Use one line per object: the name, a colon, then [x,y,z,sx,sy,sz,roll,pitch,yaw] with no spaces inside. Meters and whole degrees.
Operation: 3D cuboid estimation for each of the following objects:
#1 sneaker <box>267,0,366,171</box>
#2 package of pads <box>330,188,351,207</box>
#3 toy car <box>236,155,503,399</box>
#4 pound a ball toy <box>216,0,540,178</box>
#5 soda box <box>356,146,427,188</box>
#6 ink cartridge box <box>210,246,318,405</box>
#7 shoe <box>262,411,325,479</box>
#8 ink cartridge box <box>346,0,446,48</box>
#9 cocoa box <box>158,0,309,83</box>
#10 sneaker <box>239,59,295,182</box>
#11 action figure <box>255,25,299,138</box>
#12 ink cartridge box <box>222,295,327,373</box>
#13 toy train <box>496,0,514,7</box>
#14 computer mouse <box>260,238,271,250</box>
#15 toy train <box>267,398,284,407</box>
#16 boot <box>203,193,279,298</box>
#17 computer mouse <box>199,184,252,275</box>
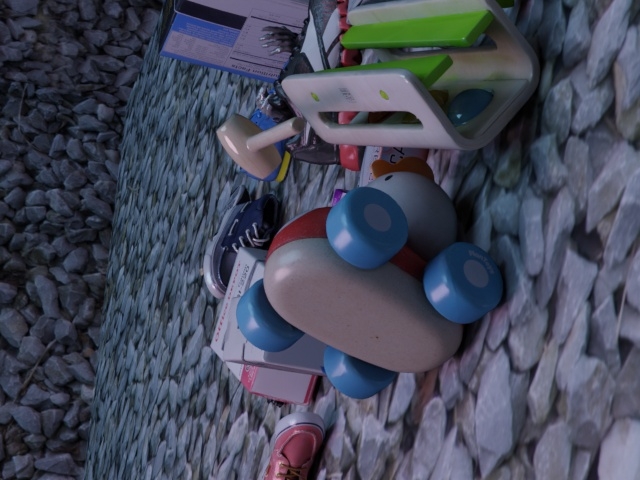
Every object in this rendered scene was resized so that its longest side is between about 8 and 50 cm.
sneaker: [-0.003,-0.221,1.674,0.097,0.135,0.276,45,-138,-81]
package of pads: [0.028,-0.024,1.714,0.050,0.032,0.083,-154,77,-71]
toy car: [0.059,-0.004,1.333,0.219,0.210,0.238,-44,23,45]
pound a ball toy: [0.055,-0.130,1.356,0.208,0.136,0.319,-48,23,-16]
soda box: [0.081,-0.074,1.527,0.063,0.058,0.183,-167,90,-74]
ink cartridge box: [-0.065,0.111,1.790,0.218,0.092,0.159,-146,72,-70]
shoe: [-0.034,0.288,1.648,0.178,0.063,0.081,113,160,-50]
ink cartridge box: [0.107,-0.322,1.498,0.072,0.127,0.175,133,147,-65]
cocoa box: [-0.123,-0.477,2.204,0.228,0.231,0.347,127,151,-56]
sneaker: [-0.078,-0.199,2.120,0.069,0.082,0.209,180,104,-76]
action figure: [-0.025,-0.238,1.867,0.276,0.141,0.164,124,147,-47]
ink cartridge box: [-0.019,0.114,1.563,0.203,0.148,0.086,163,116,-73]
toy train: [0.178,-0.293,1.301,0.248,0.105,0.143,-121,35,-67]
computer mouse: [-0.129,0.039,2.207,0.071,0.041,0.242,-57,13,-23]
toy train: [-0.067,0.190,1.892,0.036,0.027,0.158,-59,20,17]
boot: [-0.121,0.003,2.064,0.086,0.069,0.190,-25,37,33]
computer mouse: [-0.150,-0.019,2.257,0.106,0.042,0.193,-47,19,45]
